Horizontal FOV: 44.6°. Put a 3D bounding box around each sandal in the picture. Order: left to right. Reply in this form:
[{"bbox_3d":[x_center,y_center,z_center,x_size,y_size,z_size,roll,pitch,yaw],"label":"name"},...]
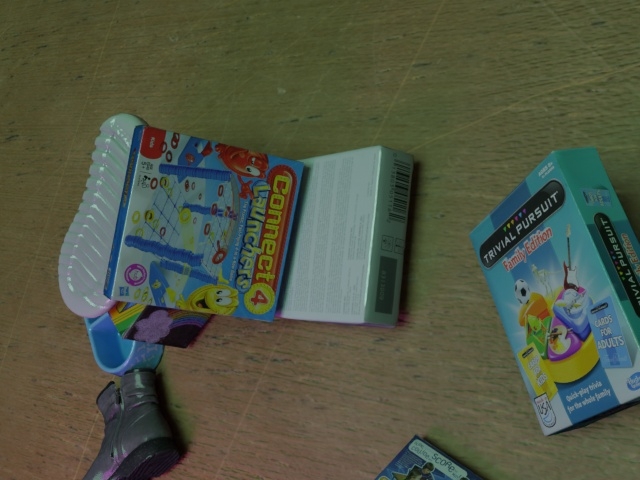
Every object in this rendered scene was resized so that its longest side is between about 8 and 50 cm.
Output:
[{"bbox_3d":[-0.383,-0.035,1.493,0.169,0.102,0.416,31,110,25],"label":"sandal"}]

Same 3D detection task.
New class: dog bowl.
[{"bbox_3d":[-0.448,0.167,1.732,0.166,0.074,0.297,-35,63,24],"label":"dog bowl"}]

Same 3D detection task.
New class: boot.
[{"bbox_3d":[-0.442,0.437,1.666,0.338,0.118,0.222,-37,54,15],"label":"boot"}]

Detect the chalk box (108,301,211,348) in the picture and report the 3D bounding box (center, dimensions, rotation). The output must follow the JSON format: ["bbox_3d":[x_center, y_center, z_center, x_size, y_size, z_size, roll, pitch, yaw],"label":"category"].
[{"bbox_3d":[-0.291,0.047,1.577,0.289,0.180,0.179,-52,53,14],"label":"chalk box"}]

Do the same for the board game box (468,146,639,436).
[{"bbox_3d":[0.350,0.079,1.104,0.254,0.079,0.336,123,135,-58],"label":"board game box"}]

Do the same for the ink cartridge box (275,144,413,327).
[{"bbox_3d":[0.000,0.000,1.468,0.385,0.091,0.308,-3,78,52],"label":"ink cartridge box"}]

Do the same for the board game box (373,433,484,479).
[{"bbox_3d":[0.186,0.406,1.210,0.201,0.035,0.136,29,56,36],"label":"board game box"}]

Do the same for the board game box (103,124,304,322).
[{"bbox_3d":[-0.208,-0.025,1.409,0.086,0.302,0.308,12,91,65],"label":"board game box"}]
